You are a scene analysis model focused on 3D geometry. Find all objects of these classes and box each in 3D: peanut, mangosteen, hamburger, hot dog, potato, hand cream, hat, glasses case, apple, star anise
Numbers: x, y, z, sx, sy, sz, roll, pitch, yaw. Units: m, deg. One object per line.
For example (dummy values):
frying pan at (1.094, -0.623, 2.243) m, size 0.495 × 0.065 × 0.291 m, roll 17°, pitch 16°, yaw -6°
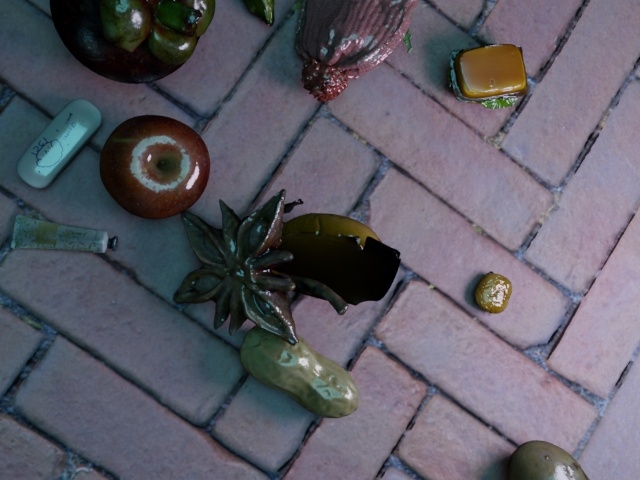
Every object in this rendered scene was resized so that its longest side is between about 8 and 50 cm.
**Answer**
peanut at (-0.035, 0.250, 1.655) m, size 0.257 × 0.123 × 0.123 m, roll 33°, pitch 79°, yaw -2°
mangosteen at (-0.333, -0.420, 1.595) m, size 0.301 × 0.300 × 0.300 m, roll 1°, pitch 83°, yaw -10°
hamburger at (0.352, 0.106, 1.779) m, size 0.076 × 0.044 × 0.083 m, roll 21°, pitch 83°, yaw -6°
hamburger at (0.342, -0.336, 1.808) m, size 0.166 × 0.087 × 0.137 m, roll -6°, pitch 85°, yaw -9°
hot dog at (0.001, 0.006, 1.676) m, size 0.326 × 0.107 × 0.194 m, roll 25°, pitch 120°, yaw 11°
potato at (0.463, 0.507, 1.692) m, size 0.165 × 0.165 × 0.262 m, roll -41°, pitch 98°, yaw -12°
hand cream at (-0.482, -0.006, 1.651) m, size 0.195 × 0.042 × 0.067 m, roll 7°, pitch 83°, yaw -5°
hat at (0.047, -0.407, 1.757) m, size 0.237 × 0.107 × 0.286 m, roll 18°, pitch 79°, yaw 21°
glasses case at (-0.495, -0.184, 1.664) m, size 0.076 × 0.049 × 0.197 m, roll 40°, pitch 78°, yaw -4°
apple at (-0.312, -0.139, 1.640) m, size 0.201 × 0.162 × 0.201 m, roll 0°, pitch 90°, yaw -19°
star anise at (-0.127, 0.059, 1.625) m, size 0.350 × 0.109 × 0.292 m, roll -13°, pitch 98°, yaw 25°

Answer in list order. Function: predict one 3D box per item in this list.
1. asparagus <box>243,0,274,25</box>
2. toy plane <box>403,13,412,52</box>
asparagus at (-0.179, -0.557, 1.753) m, size 0.287 × 0.080 × 0.080 m, roll 45°, pitch 78°, yaw -2°
toy plane at (0.157, -0.435, 1.812) m, size 0.102 × 0.040 × 0.111 m, roll 38°, pitch 80°, yaw 7°
